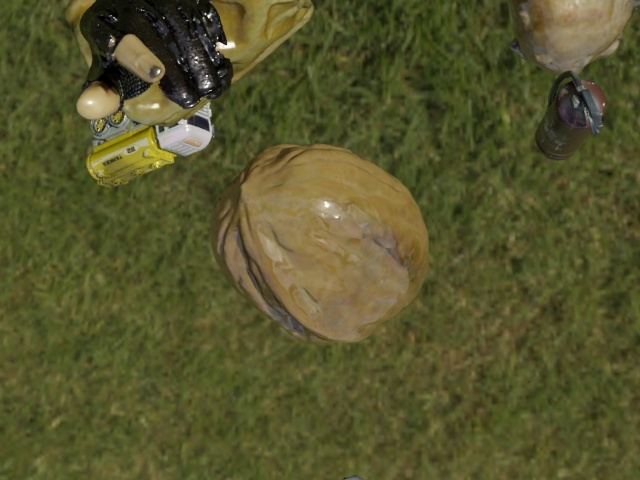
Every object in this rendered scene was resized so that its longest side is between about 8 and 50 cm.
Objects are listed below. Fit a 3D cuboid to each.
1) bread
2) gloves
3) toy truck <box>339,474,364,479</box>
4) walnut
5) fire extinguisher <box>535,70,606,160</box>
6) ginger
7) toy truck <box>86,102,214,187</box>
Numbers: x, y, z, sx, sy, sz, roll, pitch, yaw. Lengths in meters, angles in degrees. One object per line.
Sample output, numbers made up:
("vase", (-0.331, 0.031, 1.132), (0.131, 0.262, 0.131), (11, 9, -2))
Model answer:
("bread", (-0.146, -0.268, 1.350), (0.252, 0.238, 0.196), (-41, 91, 12))
("gloves", (-0.138, -0.158, 0.938), (0.129, 0.181, 0.106), (-12, 103, -8))
("toy truck", (-0.061, 0.199, 0.502), (0.155, 0.124, 0.268), (-42, 153, 29))
("walnut", (0.000, 0.000, 1.300), (0.225, 0.225, 0.261), (-28, 141, 30))
("fire extinguisher", (0.216, -0.107, 1.018), (0.043, 0.064, 0.158), (-18, 171, -1))
("ginger", (0.357, -0.306, 1.302), (0.304, 0.155, 0.244), (-3, 102, 7))
("toy truck", (-0.285, -0.171, 1.969), (0.227, 0.114, 0.098), (-20, 162, 27))
